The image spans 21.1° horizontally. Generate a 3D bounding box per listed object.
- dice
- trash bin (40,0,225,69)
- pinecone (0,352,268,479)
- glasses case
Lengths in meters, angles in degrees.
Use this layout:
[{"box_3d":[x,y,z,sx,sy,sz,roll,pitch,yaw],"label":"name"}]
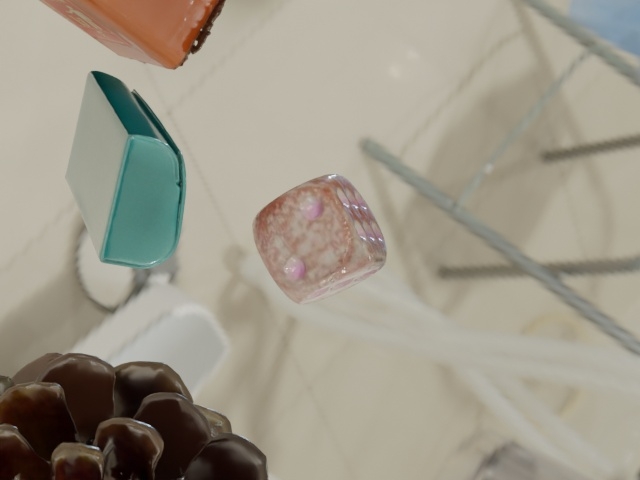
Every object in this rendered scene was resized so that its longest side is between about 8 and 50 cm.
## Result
[{"box_3d":[0.000,0.000,1.551,0.091,0.094,0.093,-32,170,16],"label":"dice"},{"box_3d":[-0.215,-0.300,1.771,0.238,0.161,0.184,38,77,-45],"label":"trash bin"},{"box_3d":[-0.136,0.191,0.966,0.264,0.264,0.264,-27,130,-37],"label":"pinecone"},{"box_3d":[-0.178,-0.070,1.575,0.070,0.301,0.117,10,104,-15],"label":"glasses case"}]
